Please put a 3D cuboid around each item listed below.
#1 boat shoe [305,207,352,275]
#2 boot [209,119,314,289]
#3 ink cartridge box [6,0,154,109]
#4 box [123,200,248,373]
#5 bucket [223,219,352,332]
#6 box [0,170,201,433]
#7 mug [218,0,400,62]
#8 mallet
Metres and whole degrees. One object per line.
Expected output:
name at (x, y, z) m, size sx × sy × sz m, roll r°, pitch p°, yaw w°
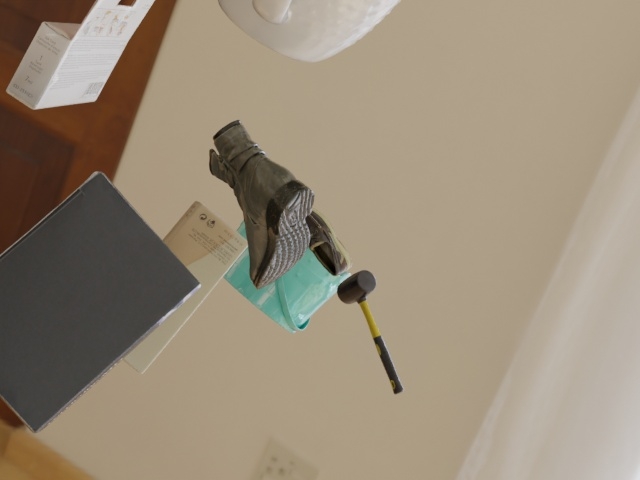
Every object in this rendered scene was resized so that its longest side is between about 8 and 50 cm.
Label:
boat shoe at (0.000, 0.000, 2.071) m, size 0.152 × 0.056 × 0.049 m, roll 50°, pitch 37°, yaw 2°
boot at (-0.091, -0.052, 1.527) m, size 0.083 × 0.246 × 0.161 m, roll -32°, pitch 67°, yaw -28°
ink cartridge box at (-0.408, -0.360, 1.940) m, size 0.066 × 0.261 × 0.296 m, roll 34°, pitch 13°, yaw 1°
box at (-0.279, 0.083, 2.036) m, size 0.121 × 0.311 × 0.148 m, roll 40°, pitch -5°, yaw -10°
bucket at (-0.087, 0.059, 2.400) m, size 0.281 × 0.183 × 0.281 m, roll 40°, pitch 1°, yaw -1°
box at (-0.366, 0.103, 1.603) m, size 0.212 × 0.293 × 0.395 m, roll 48°, pitch -14°, yaw -2°
mug at (0.004, -0.397, 1.411) m, size 0.276 × 0.328 × 0.374 m, roll 33°, pitch 25°, yaw -4°
mallet at (0.086, 0.133, 1.625) m, size 0.039 × 0.062 × 0.189 m, roll -13°, pitch 68°, yaw -37°
